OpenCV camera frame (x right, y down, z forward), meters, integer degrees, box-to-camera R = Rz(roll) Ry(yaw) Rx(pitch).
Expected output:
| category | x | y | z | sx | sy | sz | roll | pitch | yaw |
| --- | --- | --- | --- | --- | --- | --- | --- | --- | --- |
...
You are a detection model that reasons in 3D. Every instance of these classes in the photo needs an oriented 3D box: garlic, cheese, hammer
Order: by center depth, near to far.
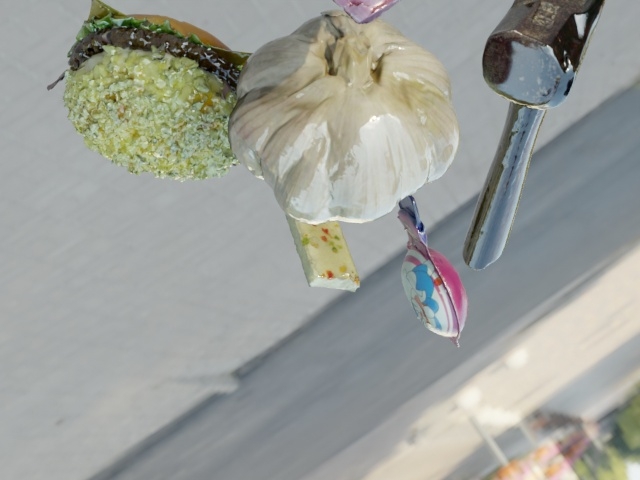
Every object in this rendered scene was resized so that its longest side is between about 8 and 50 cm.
| category | x | y | z | sx | sy | sz | roll | pitch | yaw |
| --- | --- | --- | --- | --- | --- | --- | --- | --- | --- |
| garlic | 0.024 | -0.126 | 1.333 | 0.228 | 0.228 | 0.152 | -31 | 165 | -15 |
| hammer | 0.229 | -0.128 | 1.517 | 0.409 | 0.095 | 0.242 | 99 | 17 | -44 |
| cheese | 0.142 | 0.037 | 1.852 | 0.062 | 0.244 | 0.155 | -25 | -155 | -10 |

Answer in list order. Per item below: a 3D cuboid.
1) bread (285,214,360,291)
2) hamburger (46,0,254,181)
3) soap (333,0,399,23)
| category | x | y | z | sx | sy | sz | roll | pitch | yaw |
| --- | --- | --- | --- | --- | --- | --- | --- | --- | --- |
| bread | 0.000 | 0.000 | 1.729 | 0.068 | 0.154 | 0.028 | 6 | 134 | -26 |
| hamburger | -0.183 | -0.149 | 1.533 | 0.262 | 0.243 | 0.139 | 110 | -2 | -66 |
| soap | -0.011 | -0.302 | 1.096 | 0.099 | 0.250 | 0.162 | -32 | -147 | 32 |
